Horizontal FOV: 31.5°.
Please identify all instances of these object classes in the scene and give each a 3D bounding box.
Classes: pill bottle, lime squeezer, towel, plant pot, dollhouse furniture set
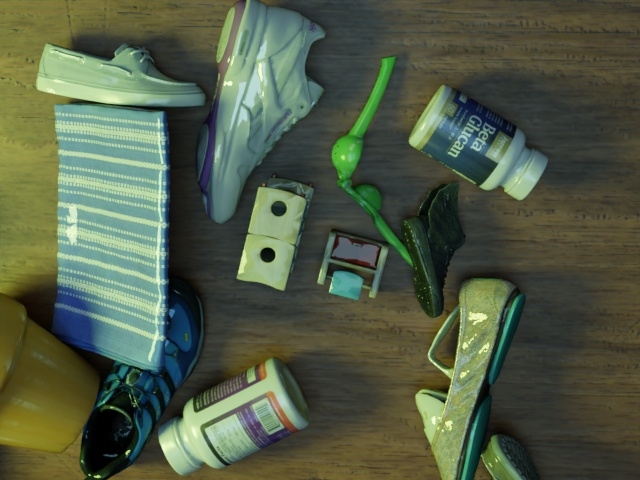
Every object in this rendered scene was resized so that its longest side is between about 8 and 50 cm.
[{"bbox_3d":[0.210,-0.125,1.497,0.169,0.094,0.094,31,100,-3],"label":"pill bottle"},{"bbox_3d":[0.073,-0.086,1.542,0.110,0.059,0.310,-16,100,-27],"label":"lime squeezer"},{"bbox_3d":[-0.281,-0.010,1.495,0.243,0.040,0.335,11,104,45],"label":"towel"},{"bbox_3d":[-0.122,0.249,1.573,0.194,0.108,0.108,-27,98,7],"label":"pill bottle"},{"bbox_3d":[-0.410,0.194,1.525,0.188,0.205,0.205,30,101,-25],"label":"plant pot"},{"bbox_3d":[0.000,0.000,1.511,0.184,0.129,0.128,14,100,1],"label":"dollhouse furniture set"}]

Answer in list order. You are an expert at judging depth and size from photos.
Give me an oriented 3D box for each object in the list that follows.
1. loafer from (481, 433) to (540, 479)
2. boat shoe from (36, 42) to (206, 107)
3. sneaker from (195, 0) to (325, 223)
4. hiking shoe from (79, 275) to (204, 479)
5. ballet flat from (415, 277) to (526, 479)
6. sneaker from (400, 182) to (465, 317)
[{"bbox_3d":[0.274,0.376,1.568,0.087,0.094,0.251,-23,113,15],"label":"loafer"},{"bbox_3d":[-0.264,-0.222,1.509,0.228,0.079,0.081,7,99,1],"label":"boat shoe"},{"bbox_3d":[-0.077,-0.159,1.496,0.152,0.114,0.305,10,110,-18],"label":"sneaker"},{"bbox_3d":[-0.242,0.197,1.556,0.113,0.132,0.304,21,100,-1],"label":"hiking shoe"},{"bbox_3d":[0.193,0.198,1.565,0.106,0.107,0.316,17,96,20],"label":"ballet flat"},{"bbox_3d":[0.164,0.013,1.536,0.089,0.051,0.170,-19,99,-21],"label":"sneaker"}]
